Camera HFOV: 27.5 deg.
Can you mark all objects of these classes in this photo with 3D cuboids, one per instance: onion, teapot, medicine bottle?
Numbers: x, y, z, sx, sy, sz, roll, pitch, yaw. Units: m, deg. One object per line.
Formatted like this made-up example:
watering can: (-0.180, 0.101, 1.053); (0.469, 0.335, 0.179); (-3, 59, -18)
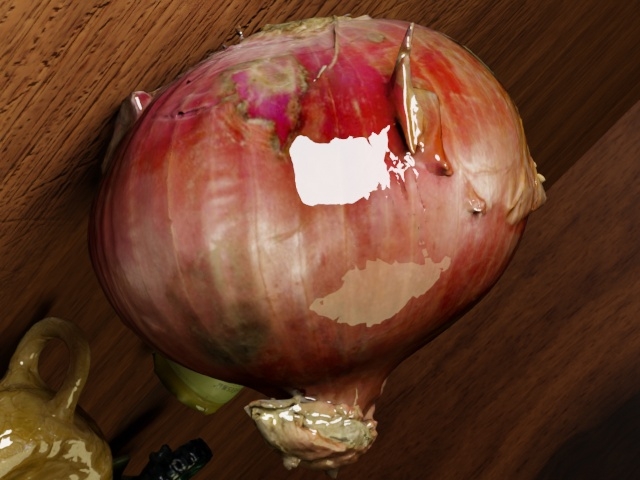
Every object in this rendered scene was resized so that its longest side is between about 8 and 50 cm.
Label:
onion: (-0.006, -0.031, 0.998); (0.353, 0.354, 0.354); (-39, 167, -10)
teapot: (-0.311, 0.208, 1.257); (0.203, 0.167, 0.311); (14, 106, -46)
medicine bottle: (-0.100, 0.102, 1.582); (0.239, 0.124, 0.124); (-44, 167, 17)

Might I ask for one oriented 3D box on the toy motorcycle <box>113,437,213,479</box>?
toy motorcycle: (-0.336, 0.428, 1.892); (0.410, 0.169, 0.237); (-29, 157, -26)
